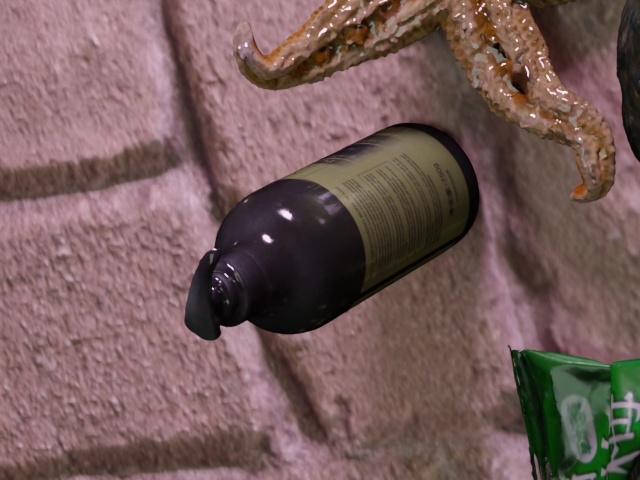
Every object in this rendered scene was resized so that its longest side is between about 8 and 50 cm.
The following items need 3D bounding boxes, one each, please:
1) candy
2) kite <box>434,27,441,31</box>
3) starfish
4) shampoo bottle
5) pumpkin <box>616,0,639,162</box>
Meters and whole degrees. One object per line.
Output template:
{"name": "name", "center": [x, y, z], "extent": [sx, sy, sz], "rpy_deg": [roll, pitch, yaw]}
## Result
{"name": "candy", "center": [0.220, 0.142, 1.349], "extent": [0.203, 0.078, 0.141], "rpy_deg": [-1, 95, 46]}
{"name": "kite", "center": [0.041, -0.181, 1.397], "extent": [0.222, 0.008, 0.125], "rpy_deg": [37, 125, 19]}
{"name": "starfish", "center": [0.093, -0.191, 1.297], "extent": [0.327, 0.094, 0.375], "rpy_deg": [-37, 84, 13]}
{"name": "shampoo bottle", "center": [0.000, 0.000, 1.313], "extent": [0.101, 0.284, 0.101], "rpy_deg": [13, 114, 31]}
{"name": "pumpkin", "center": [0.326, -0.084, 1.084], "extent": [0.328, 0.257, 0.291], "rpy_deg": [18, 122, 35]}
